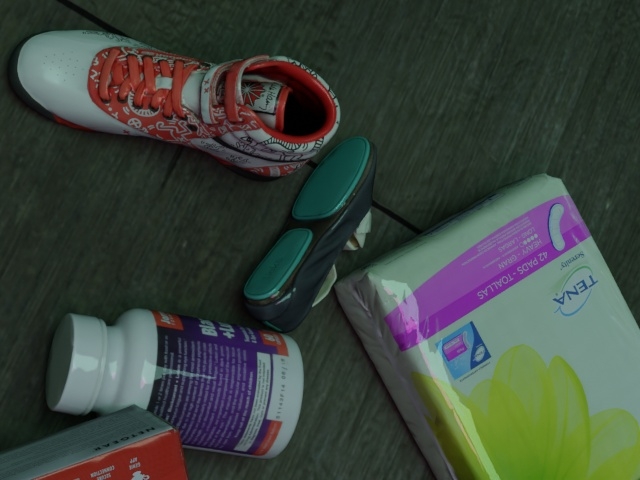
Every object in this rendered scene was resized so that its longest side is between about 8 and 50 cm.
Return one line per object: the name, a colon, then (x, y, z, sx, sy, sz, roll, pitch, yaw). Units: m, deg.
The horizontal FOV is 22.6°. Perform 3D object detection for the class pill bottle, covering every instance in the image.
pill bottle: (-0.120, 0.114, 1.305, 0.193, 0.108, 0.108, 12, 75, -23)

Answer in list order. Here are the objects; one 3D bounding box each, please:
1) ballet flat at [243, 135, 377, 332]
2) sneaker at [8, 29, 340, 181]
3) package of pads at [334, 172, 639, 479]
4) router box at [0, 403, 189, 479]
ballet flat: (0.000, 0.000, 1.412, 0.074, 0.074, 0.203, 39, 61, -13)
sneaker: (-0.116, -0.129, 1.336, 0.270, 0.145, 0.090, 19, 72, -20)
package of pads: (0.181, 0.111, 1.448, 0.229, 0.101, 0.296, -29, 94, -25)
router box: (-0.239, 0.317, 1.175, 0.335, 0.082, 0.301, -18, 107, -26)
